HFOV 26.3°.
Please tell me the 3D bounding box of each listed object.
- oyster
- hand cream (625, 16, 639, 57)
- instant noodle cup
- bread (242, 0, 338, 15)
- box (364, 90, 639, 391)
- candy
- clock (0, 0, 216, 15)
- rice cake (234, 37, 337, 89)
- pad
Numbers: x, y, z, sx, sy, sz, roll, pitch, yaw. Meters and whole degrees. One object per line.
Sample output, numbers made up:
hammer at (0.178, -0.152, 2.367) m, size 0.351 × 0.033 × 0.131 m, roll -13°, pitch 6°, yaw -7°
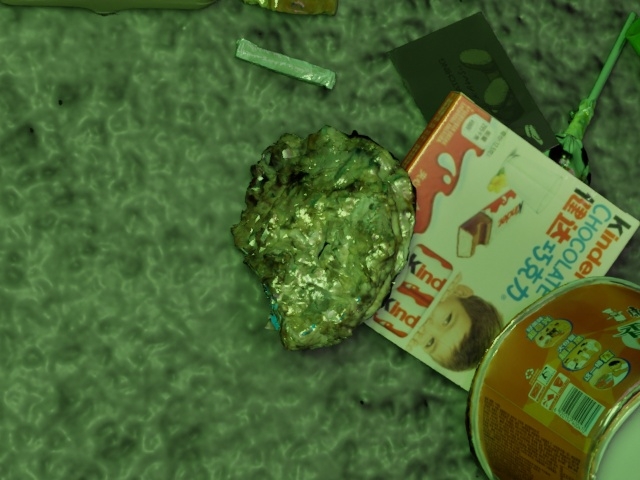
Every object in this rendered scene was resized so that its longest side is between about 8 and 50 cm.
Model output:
oyster at (-0.003, -0.004, 1.463) m, size 0.198 × 0.092 × 0.260 m, roll 7°, pitch 78°, yaw 23°
hand cream at (0.475, -0.166, 1.698) m, size 0.079 × 0.050 × 0.275 m, roll -40°, pitch 109°, yaw 7°
instant noodle cup at (0.331, 0.207, 1.474) m, size 0.296 × 0.214 × 0.296 m, roll -6°, pitch 107°, yaw -18°
bread at (-0.038, -0.366, 1.529) m, size 0.128 × 0.088 × 0.232 m, roll -1°, pitch 89°, yaw -12°
box at (0.178, 0.017, 1.533) m, size 0.265 × 0.048 × 0.273 m, roll 33°, pitch 93°, yaw -13°
candy at (0.316, -0.165, 1.641) m, size 0.091 × 0.083 × 0.305 m, roll 36°, pitch 66°, yaw -17°
clock at (-0.229, -0.400, 1.447) m, size 0.284 × 0.114 × 0.309 m, roll -3°, pitch 83°, yaw -18°
rice cake at (-0.039, -0.198, 1.537) m, size 0.121 × 0.021 × 0.022 m, roll 17°, pitch 88°, yaw -18°
pad at (0.176, -0.165, 1.579) m, size 0.127 × 0.004 × 0.190 m, roll -25°, pitch 75°, yaw -11°
